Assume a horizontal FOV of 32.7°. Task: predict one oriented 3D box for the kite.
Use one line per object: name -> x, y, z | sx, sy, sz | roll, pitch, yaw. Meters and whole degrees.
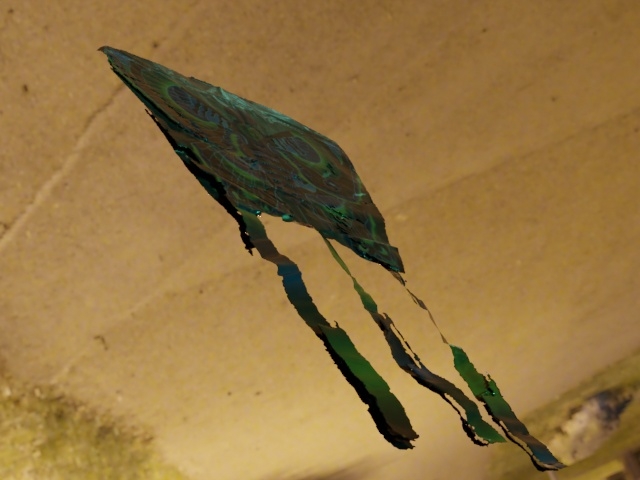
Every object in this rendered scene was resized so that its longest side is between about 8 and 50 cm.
kite -> 0.000, 0.000, 0.461 | 0.152, 0.285, 0.015 | 19, 112, -35
